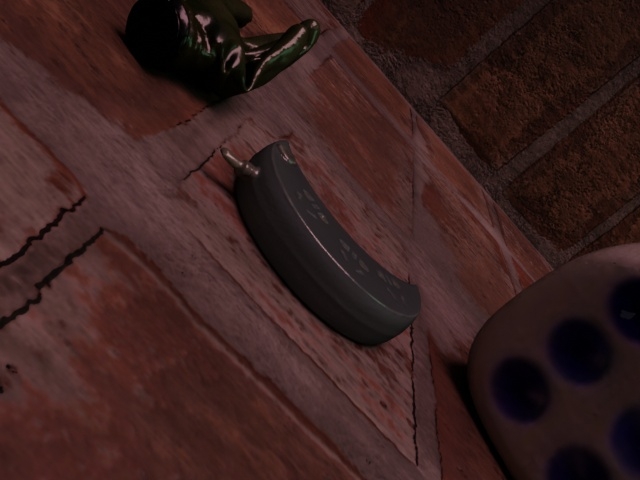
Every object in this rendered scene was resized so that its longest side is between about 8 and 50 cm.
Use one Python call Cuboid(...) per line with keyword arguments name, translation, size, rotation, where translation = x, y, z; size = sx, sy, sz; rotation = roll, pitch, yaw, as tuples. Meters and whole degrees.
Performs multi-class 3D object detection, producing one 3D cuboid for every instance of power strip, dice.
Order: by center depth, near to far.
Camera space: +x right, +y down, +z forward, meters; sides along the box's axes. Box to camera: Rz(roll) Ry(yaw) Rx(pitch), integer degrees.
Cuboid(name="power strip", translation=(0.000, 0.000, 0.734), size=(0.253, 0.054, 0.167), rotation=(47, 16, -12))
Cuboid(name="dice", translation=(0.365, 0.195, 0.869), size=(0.304, 0.277, 0.304), rotation=(29, 29, -52))

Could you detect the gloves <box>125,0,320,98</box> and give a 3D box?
Cuboid(name="gloves", translation=(-0.101, -0.216, 0.848), size=(0.268, 0.107, 0.135), rotation=(-17, 72, -53))
